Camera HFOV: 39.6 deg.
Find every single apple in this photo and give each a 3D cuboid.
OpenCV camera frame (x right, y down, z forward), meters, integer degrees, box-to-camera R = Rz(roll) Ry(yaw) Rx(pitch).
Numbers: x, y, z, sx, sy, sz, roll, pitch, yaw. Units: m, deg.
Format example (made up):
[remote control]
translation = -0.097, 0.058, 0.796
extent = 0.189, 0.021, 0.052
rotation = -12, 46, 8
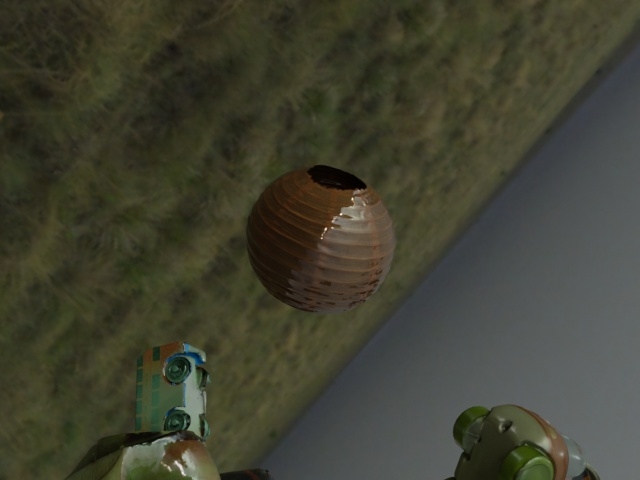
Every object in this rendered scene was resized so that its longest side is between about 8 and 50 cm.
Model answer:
[apple]
translation = -0.208, 0.308, 0.997
extent = 0.188, 0.174, 0.207
rotation = -48, -176, 39

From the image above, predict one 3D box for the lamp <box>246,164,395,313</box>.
[lamp]
translation = 0.000, 0.000, 0.790
extent = 0.136, 0.136, 0.136
rotation = -47, 174, -7

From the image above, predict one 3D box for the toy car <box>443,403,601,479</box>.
[toy car]
translation = 0.282, 0.336, 1.186
extent = 0.235, 0.235, 0.145
rotation = -47, -151, -3

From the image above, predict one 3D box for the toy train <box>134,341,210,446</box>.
[toy train]
translation = -0.219, 0.243, 1.308
extent = 0.099, 0.188, 0.072
rotation = -11, 154, 18

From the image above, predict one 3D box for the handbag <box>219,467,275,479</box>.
[handbag]
translation = -0.123, 0.397, 1.151
extent = 0.215, 0.169, 0.155
rotation = 3, 117, -40
